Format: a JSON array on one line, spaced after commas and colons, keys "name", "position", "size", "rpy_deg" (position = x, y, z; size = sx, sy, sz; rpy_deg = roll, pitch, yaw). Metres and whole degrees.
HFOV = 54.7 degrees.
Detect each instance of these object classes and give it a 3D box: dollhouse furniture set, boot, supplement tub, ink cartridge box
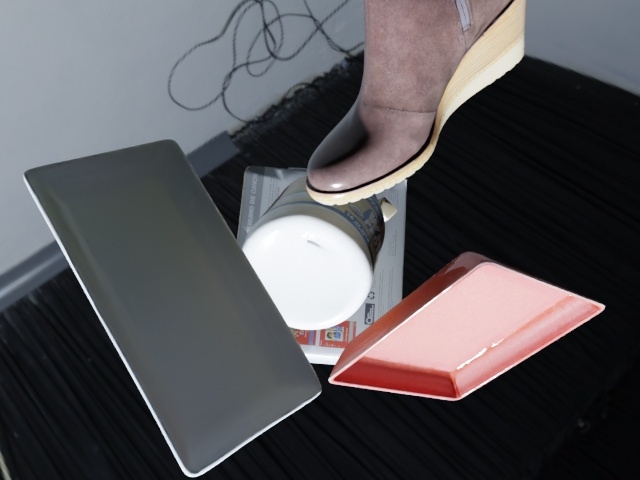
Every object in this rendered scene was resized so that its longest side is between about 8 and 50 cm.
[{"name": "dollhouse furniture set", "position": [0.079, -0.031, 0.932], "size": [0.114, 0.091, 0.081], "rpy_deg": [-29, -151, 36]}, {"name": "boot", "position": [0.051, -0.167, 0.477], "size": [0.248, 0.090, 0.207], "rpy_deg": [-41, 132, -8]}, {"name": "supplement tub", "position": [0.000, 0.000, 0.734], "size": [0.199, 0.144, 0.144], "rpy_deg": [-62, 177, -65]}, {"name": "ink cartridge box", "position": [-0.005, 0.045, 1.036], "size": [0.130, 0.272, 0.309], "rpy_deg": [105, -10, -74]}]

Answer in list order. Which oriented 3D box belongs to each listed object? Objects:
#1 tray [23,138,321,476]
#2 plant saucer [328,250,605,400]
[{"name": "tray", "position": [-0.121, 0.043, 0.515], "size": [0.145, 0.270, 0.030], "rpy_deg": [-23, 167, -44]}, {"name": "plant saucer", "position": [0.176, 0.110, 0.768], "size": [0.259, 0.048, 0.258], "rpy_deg": [19, 131, -37]}]
